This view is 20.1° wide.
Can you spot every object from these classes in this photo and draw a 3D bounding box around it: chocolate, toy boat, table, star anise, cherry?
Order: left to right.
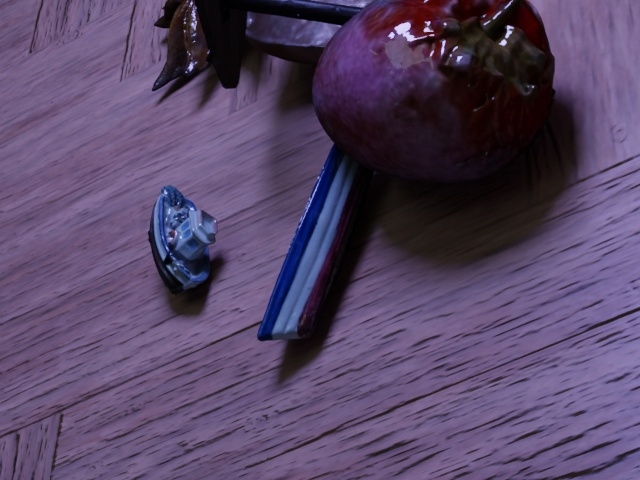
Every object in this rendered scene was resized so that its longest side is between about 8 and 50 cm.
[{"bbox_3d":[-0.126,-0.005,1.715,0.066,0.059,0.140,-45,32,26],"label":"toy boat"},{"bbox_3d":[-0.095,-0.271,1.958,0.272,0.103,0.272,-47,32,42],"label":"star anise"},{"bbox_3d":[0.000,0.000,1.590,0.046,0.080,0.228,13,54,10],"label":"toy boat"},{"bbox_3d":[0.012,-0.329,1.659,0.249,0.317,0.317,-4,44,9],"label":"table"},{"bbox_3d":[0.033,-0.276,1.843,0.157,0.080,0.254,6,60,27],"label":"chocolate"},{"bbox_3d":[0.088,-0.138,1.557,0.250,0.175,0.192,0,42,46],"label":"cherry"}]
